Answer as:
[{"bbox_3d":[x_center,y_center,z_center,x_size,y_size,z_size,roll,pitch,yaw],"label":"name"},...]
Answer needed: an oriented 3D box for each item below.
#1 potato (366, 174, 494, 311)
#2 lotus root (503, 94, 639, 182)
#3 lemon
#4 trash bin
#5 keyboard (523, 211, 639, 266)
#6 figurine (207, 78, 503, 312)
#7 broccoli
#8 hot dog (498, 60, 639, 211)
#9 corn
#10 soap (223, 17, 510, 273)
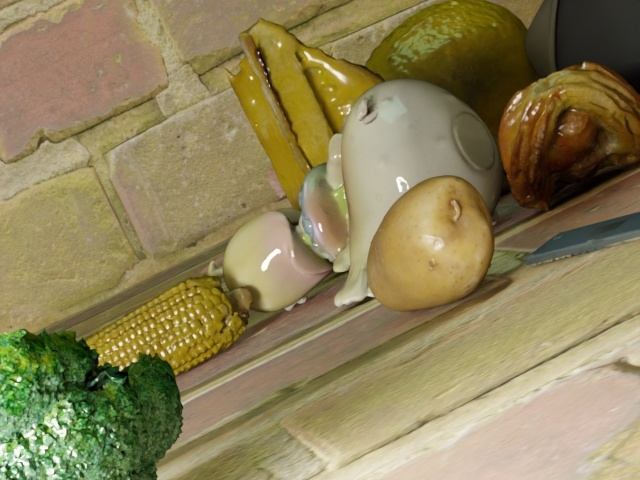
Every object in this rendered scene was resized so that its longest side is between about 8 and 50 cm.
[{"bbox_3d":[0.103,0.007,1.517,0.109,0.118,0.178,9,-19,-13],"label":"potato"},{"bbox_3d":[0.304,-0.124,1.982,0.192,0.088,0.113,-26,12,-1],"label":"lotus root"},{"bbox_3d":[0.180,-0.195,2.313,0.322,0.268,0.268,-32,7,-18],"label":"lemon"},{"bbox_3d":[0.427,-0.267,2.156,0.209,0.182,0.290,9,-9,-33],"label":"trash bin"},{"bbox_3d":[0.252,-0.006,1.438,0.055,0.014,0.176,-30,7,-34],"label":"keyboard"},{"bbox_3d":[0.022,-0.011,1.886,0.394,0.226,0.274,-29,31,33],"label":"figurine"},{"bbox_3d":[-0.242,0.137,1.111,0.269,0.269,0.254,-24,-25,17],"label":"broccoli"},{"bbox_3d":[0.275,-0.108,1.792,0.175,0.114,0.259,-26,-10,11],"label":"hot dog"},{"bbox_3d":[-0.196,0.121,1.881,0.262,0.097,0.097,-27,5,-11],"label":"corn"},{"bbox_3d":[0.079,-0.168,2.097,0.304,0.338,0.169,-29,8,-22],"label":"soap"}]
